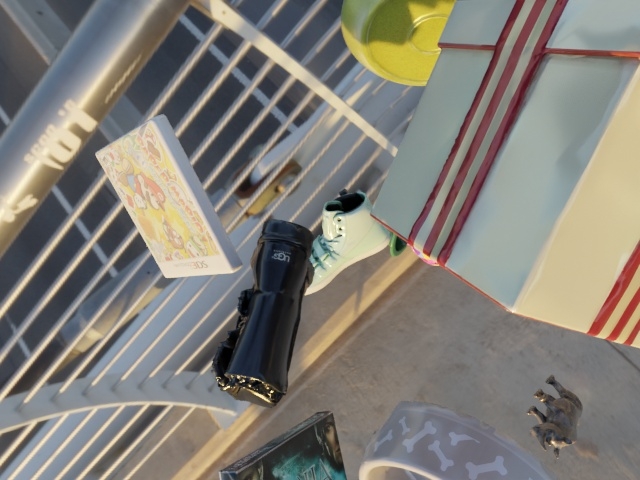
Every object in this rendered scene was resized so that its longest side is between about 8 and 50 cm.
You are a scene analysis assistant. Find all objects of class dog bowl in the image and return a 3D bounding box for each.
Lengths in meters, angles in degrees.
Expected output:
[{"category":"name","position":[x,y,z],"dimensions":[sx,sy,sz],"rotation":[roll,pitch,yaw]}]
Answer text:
[{"category":"dog bowl","position":[0.215,0.416,0.835],"dimensions":[0.349,0.102,0.348],"rotation":[25,139,24]}]

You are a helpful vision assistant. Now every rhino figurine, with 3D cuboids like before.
[{"category":"rhino figurine","position":[0.519,0.394,1.158],"dimensions":[0.106,0.243,0.073],"rotation":[41,120,17]}]

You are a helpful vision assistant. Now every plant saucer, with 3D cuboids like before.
[{"category":"plant saucer","position":[0.147,-0.280,0.689],"dimensions":[0.241,0.241,0.037],"rotation":[-10,63,23]}]

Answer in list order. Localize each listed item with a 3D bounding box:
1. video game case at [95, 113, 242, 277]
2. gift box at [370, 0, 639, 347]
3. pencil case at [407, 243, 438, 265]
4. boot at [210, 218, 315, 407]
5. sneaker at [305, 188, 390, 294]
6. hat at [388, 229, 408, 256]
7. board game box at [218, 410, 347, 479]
[{"category":"video game case","position":[-0.226,-0.049,0.763],"dimensions":[0.206,0.026,0.227],"rotation":[-8,113,48]},{"category":"gift box","position":[0.237,-0.075,0.479],"dimensions":[0.255,0.276,0.258],"rotation":[41,113,55]},{"category":"pencil case","position":[0.316,-0.049,1.305],"dimensions":[0.104,0.104,0.236],"rotation":[28,64,23]},{"category":"boot","position":[-0.071,0.108,0.690],"dimensions":[0.094,0.246,0.207],"rotation":[15,70,-1]},{"category":"sneaker","position":[0.000,-0.001,1.027],"dimensions":[0.256,0.151,0.094],"rotation":[-32,40,0]},{"category":"hat","position":[0.166,-0.061,1.495],"dimensions":[0.184,0.173,0.208],"rotation":[27,84,26]},{"category":"board game box","position":[-0.028,0.271,0.559],"dimensions":[0.026,0.186,0.126],"rotation":[-15,84,30]}]
